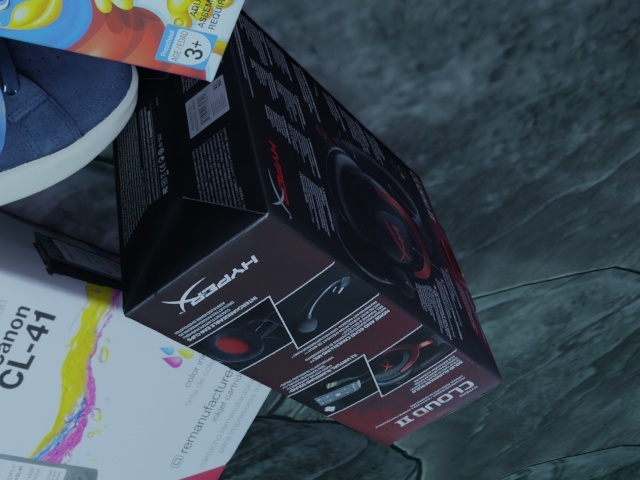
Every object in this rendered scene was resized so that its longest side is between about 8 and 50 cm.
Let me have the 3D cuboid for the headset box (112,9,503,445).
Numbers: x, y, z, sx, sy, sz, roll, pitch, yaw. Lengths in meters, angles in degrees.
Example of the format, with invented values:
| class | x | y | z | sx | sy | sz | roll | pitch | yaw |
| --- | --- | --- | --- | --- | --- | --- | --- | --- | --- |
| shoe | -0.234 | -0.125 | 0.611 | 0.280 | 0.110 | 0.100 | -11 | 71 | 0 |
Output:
| class | x | y | z | sx | sy | sz | roll | pitch | yaw |
| --- | --- | --- | --- | --- | --- | --- | --- | --- | --- |
| headset box | 0.000 | 0.000 | 0.590 | 0.110 | 0.218 | 0.293 | -34 | 136 | 20 |

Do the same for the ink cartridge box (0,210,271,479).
| class | x | y | z | sx | sy | sz | roll | pitch | yaw |
| --- | --- | --- | --- | --- | --- | --- | --- | --- | --- |
| ink cartridge box | -0.217 | 0.121 | 0.668 | 0.306 | 0.131 | 0.226 | 24 | 100 | -38 |

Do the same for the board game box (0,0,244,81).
| class | x | y | z | sx | sy | sz | roll | pitch | yaw |
| --- | --- | --- | --- | --- | --- | --- | --- | --- | --- |
| board game box | -0.167 | -0.193 | 0.378 | 0.276 | 0.142 | 0.144 | 8 | 133 | -25 |

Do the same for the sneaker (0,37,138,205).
| class | x | y | z | sx | sy | sz | roll | pitch | yaw |
| --- | --- | --- | --- | --- | --- | --- | --- | --- | --- |
| sneaker | -0.261 | -0.095 | 0.428 | 0.350 | 0.131 | 0.148 | -16 | 141 | -29 |

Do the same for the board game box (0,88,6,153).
| class | x | y | z | sx | sy | sz | roll | pitch | yaw |
| --- | --- | --- | --- | --- | --- | --- | --- | --- | --- |
| board game box | -0.231 | -0.059 | 0.373 | 0.169 | 0.033 | 0.133 | -30 | 144 | 7 |
